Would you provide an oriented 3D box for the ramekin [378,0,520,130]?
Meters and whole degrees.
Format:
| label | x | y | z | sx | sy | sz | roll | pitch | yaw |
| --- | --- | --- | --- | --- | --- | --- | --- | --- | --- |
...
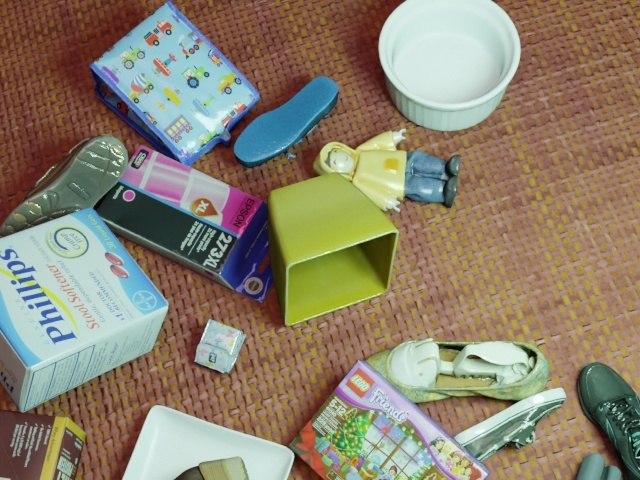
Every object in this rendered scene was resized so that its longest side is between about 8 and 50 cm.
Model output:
| label | x | y | z | sx | sy | sz | roll | pitch | yaw |
| --- | --- | --- | --- | --- | --- | --- | --- | --- | --- |
| ramekin | 0.256 | -0.356 | 2.056 | 0.277 | 0.135 | 0.277 | -1 | 67 | 3 |

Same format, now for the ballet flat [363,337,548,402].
| label | x | y | z | sx | sy | sz | roll | pitch | yaw |
| --- | --- | --- | --- | --- | --- | --- | --- | --- | --- |
| ballet flat | 0.233 | 0.223 | 1.820 | 0.349 | 0.123 | 0.123 | 1 | 67 | 3 |

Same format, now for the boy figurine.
| label | x | y | z | sx | sy | sz | roll | pitch | yaw |
| --- | --- | --- | --- | --- | --- | --- | --- | --- | --- |
| boy figurine | 0.128 | -0.144 | 1.998 | 0.285 | 0.092 | 0.177 | 11 | 71 | 4 |

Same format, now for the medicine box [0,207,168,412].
| label | x | y | z | sx | sy | sz | roll | pitch | yaw |
| --- | --- | --- | --- | --- | --- | --- | --- | --- | --- |
| medicine box | -0.472 | 0.116 | 1.825 | 0.289 | 0.149 | 0.263 | -24 | 65 | -39 |

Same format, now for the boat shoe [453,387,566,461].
| label | x | y | z | sx | sy | sz | roll | pitch | yaw |
| --- | --- | --- | --- | --- | --- | --- | --- | --- | --- |
| boat shoe | 0.342 | 0.333 | 1.795 | 0.219 | 0.078 | 0.070 | -28 | 68 | 0 |

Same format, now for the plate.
| label | x | y | z | sx | sy | sz | roll | pitch | yaw |
| --- | --- | --- | --- | --- | --- | --- | --- | --- | --- |
| plate | -0.216 | 0.458 | 1.781 | 0.278 | 0.045 | 0.277 | 16 | 69 | 10 |

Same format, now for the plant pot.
| label | x | y | z | sx | sy | sz | roll | pitch | yaw |
| --- | --- | --- | --- | --- | --- | --- | --- | --- | --- |
| plant pot | 0.000 | 0.000 | 1.874 | 0.212 | 0.212 | 0.187 | -18 | 59 | -15 |

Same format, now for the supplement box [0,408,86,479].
| label | x | y | z | sx | sy | sz | roll | pitch | yaw |
| --- | --- | --- | --- | --- | --- | --- | --- | --- | --- |
| supplement box | -0.538 | 0.402 | 1.776 | 0.194 | 0.129 | 0.191 | 7 | 67 | 6 |

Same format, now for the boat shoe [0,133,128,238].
| label | x | y | z | sx | sy | sz | roll | pitch | yaw |
| --- | --- | --- | --- | --- | --- | --- | --- | --- | --- |
| boat shoe | -0.507 | -0.084 | 1.998 | 0.324 | 0.123 | 0.116 | -41 | 27 | 0 |

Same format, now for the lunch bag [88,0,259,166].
| label | x | y | z | sx | sy | sz | roll | pitch | yaw |
| --- | --- | --- | --- | --- | --- | --- | --- | --- | --- |
| lunch bag | -0.285 | -0.302 | 2.075 | 0.293 | 0.138 | 0.221 | 43 | 72 | 8 |

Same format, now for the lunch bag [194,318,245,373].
| label | x | y | z | sx | sy | sz | roll | pitch | yaw |
| --- | --- | --- | --- | --- | --- | --- | --- | --- | --- |
| lunch bag | -0.187 | 0.198 | 1.888 | 0.071 | 0.053 | 0.083 | 20 | 79 | 12 |

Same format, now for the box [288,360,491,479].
| label | x | y | z | sx | sy | sz | roll | pitch | yaw |
| --- | --- | --- | --- | --- | --- | --- | --- | --- | --- |
| box | 0.117 | 0.377 | 1.758 | 0.293 | 0.057 | 0.201 | 40 | 95 | 17 |

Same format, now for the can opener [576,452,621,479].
| label | x | y | z | sx | sy | sz | roll | pitch | yaw |
| --- | --- | --- | --- | --- | --- | --- | --- | --- | --- |
| can opener | 0.448 | 0.464 | 1.663 | 0.076 | 0.095 | 0.283 | 38 | 48 | -6 |

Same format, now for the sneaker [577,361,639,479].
| label | x | y | z | sx | sy | sz | roll | pitch | yaw |
| --- | --- | --- | --- | --- | --- | --- | --- | --- | --- |
| sneaker | 0.541 | 0.323 | 1.770 | 0.101 | 0.106 | 0.267 | -24 | 67 | -6 |

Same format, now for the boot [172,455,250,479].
| label | x | y | z | sx | sy | sz | roll | pitch | yaw |
| --- | --- | --- | --- | --- | --- | --- | --- | --- | --- |
| boot | -0.200 | 0.487 | 1.680 | 0.207 | 0.090 | 0.248 | -23 | 46 | 1 |

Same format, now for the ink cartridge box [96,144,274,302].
| label | x | y | z | sx | sy | sz | roll | pitch | yaw |
| --- | --- | --- | --- | --- | --- | --- | --- | --- | --- |
| ink cartridge box | -0.237 | -0.035 | 1.986 | 0.371 | 0.069 | 0.175 | 25 | 71 | 10 |

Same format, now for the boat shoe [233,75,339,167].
| label | x | y | z | sx | sy | sz | roll | pitch | yaw |
| --- | --- | --- | --- | --- | --- | --- | --- | --- | --- |
| boat shoe | -0.058 | -0.220 | 2.041 | 0.258 | 0.089 | 0.109 | -34 | 71 | -15 |
